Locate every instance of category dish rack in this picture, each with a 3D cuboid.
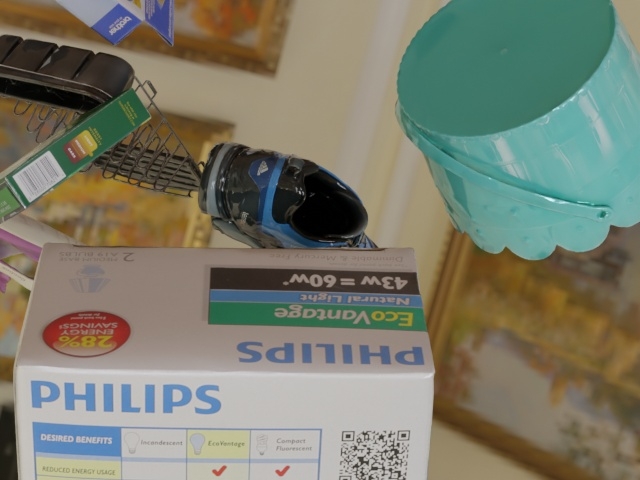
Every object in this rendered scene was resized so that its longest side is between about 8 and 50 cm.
[{"bbox_3d":[-0.249,-0.122,1.873,0.208,0.074,0.271,15,155,31],"label":"dish rack"}]

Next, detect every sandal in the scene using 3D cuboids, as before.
[{"bbox_3d":[-0.373,0.031,2.189,0.169,0.102,0.416,19,171,35],"label":"sandal"}]

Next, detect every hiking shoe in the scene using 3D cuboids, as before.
[{"bbox_3d":[0.000,0.000,1.735,0.132,0.113,0.304,6,162,36],"label":"hiking shoe"}]

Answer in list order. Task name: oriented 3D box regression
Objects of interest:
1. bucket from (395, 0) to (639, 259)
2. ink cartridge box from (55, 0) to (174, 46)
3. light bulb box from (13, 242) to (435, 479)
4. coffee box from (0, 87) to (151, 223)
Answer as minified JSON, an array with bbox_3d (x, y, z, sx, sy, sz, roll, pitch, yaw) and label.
[{"bbox_3d":[0.220,-0.136,1.758,0.281,0.281,0.183,25,157,45],"label":"bucket"},{"bbox_3d":[-0.300,-0.353,1.967,0.311,0.065,0.186,34,-149,-32],"label":"ink cartridge box"},{"bbox_3d":[-0.086,0.207,1.539,0.358,0.361,0.225,1,-151,-3],"label":"light bulb box"},{"bbox_3d":[-0.260,-0.078,1.648,0.113,0.040,0.184,-22,-164,49],"label":"coffee box"}]
